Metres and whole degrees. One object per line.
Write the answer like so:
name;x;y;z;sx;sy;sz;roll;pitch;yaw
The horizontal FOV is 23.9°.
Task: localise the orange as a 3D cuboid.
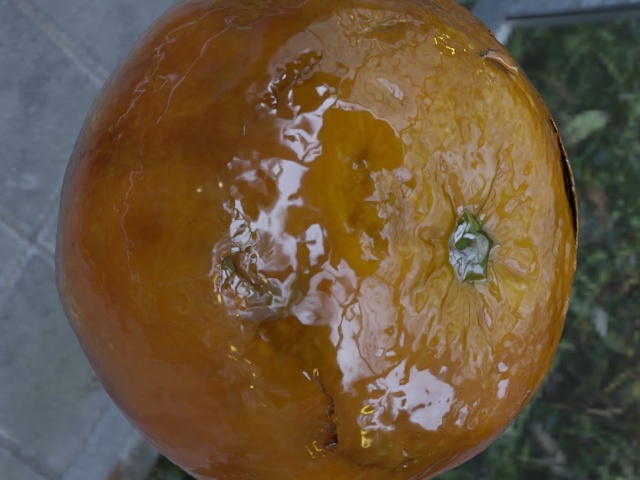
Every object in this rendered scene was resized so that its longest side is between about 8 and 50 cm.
orange;0.000;0.000;0.794;0.284;0.226;0.284;-3;94;-40
